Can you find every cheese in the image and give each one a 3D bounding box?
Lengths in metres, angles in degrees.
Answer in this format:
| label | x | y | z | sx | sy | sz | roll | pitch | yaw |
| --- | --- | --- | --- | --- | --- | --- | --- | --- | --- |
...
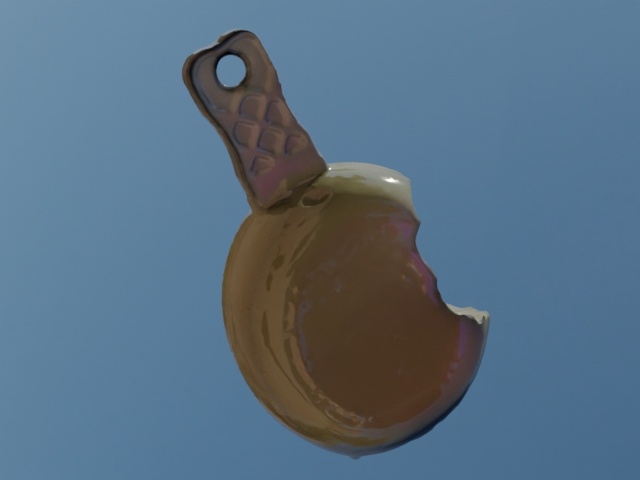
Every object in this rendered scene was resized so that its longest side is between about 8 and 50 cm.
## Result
| label | x | y | z | sx | sy | sz | roll | pitch | yaw |
| --- | --- | --- | --- | --- | --- | --- | --- | --- | --- |
| cheese | 0.000 | 0.000 | 0.848 | 0.082 | 0.163 | 0.286 | 28 | -35 | 63 |
